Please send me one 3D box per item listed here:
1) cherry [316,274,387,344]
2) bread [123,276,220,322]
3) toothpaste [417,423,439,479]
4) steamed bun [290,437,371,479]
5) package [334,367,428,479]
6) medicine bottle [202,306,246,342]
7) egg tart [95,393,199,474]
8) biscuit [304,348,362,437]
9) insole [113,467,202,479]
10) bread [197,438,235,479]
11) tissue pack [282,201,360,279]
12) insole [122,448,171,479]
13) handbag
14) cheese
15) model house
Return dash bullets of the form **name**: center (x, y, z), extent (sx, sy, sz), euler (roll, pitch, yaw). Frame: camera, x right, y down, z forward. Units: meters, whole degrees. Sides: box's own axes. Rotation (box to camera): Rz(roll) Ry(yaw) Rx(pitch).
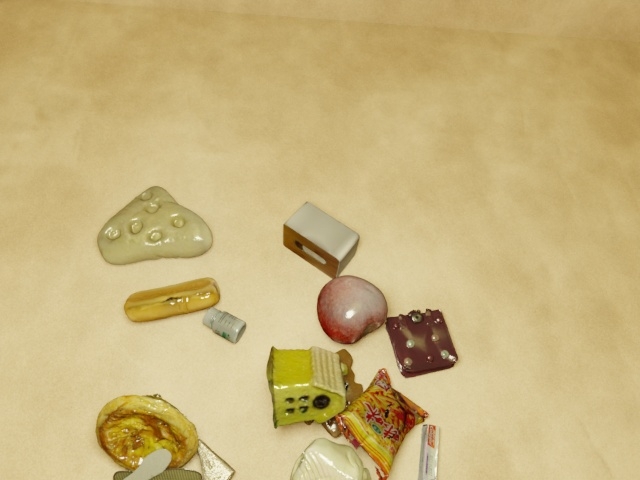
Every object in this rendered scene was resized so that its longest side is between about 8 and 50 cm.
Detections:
- **cherry**: center (0.093, 0.215, 1.566), extent (0.240, 0.206, 0.239), euler (-1, 71, 2)
- **bread**: center (-0.493, 0.204, 1.588), extent (0.306, 0.091, 0.142), euler (-11, 18, -9)
- **toothpaste**: center (0.325, 0.659, 1.422), extent (0.047, 0.040, 0.196), euler (13, 59, 1)
- **steamed bun**: center (0.038, 0.711, 1.279), extent (0.275, 0.206, 0.319), euler (10, 81, 20)
- **package**: center (0.183, 0.544, 1.419), extent (0.223, 0.108, 0.288), euler (47, 47, 13)
- **medicine bottle**: center (-0.321, 0.280, 1.572), extent (0.131, 0.080, 0.080), euler (25, 61, 11)
- **egg tart**: center (-0.483, 0.537, 1.343), extent (0.291, 0.290, 0.115), euler (7, 25, 0)
- **biscuit**: center (-0.016, 0.476, 1.501), extent (0.302, 0.043, 0.278), euler (4, 60, -2)
- **insole**: center (-0.463, 0.681, 1.340), extent (0.254, 0.086, 0.005), euler (-1, 20, 0)
- **bread**: center (-0.329, 0.661, 1.353), extent (0.152, 0.077, 0.105), euler (34, 62, 16)
- **tissue pack**: center (0.000, -0.001, 1.714), extent (0.246, 0.159, 0.136), euler (33, 61, 15)
- **insole**: center (-0.487, 0.646, 1.322), extent (0.065, 0.004, 0.197), euler (43, 104, -14)
- **handbag**: center (0.340, 0.337, 1.590), extent (0.203, 0.074, 0.216), euler (-7, 61, -9)
- **cheese**: center (-0.600, -0.006, 1.689), extent (0.351, 0.129, 0.328), euler (37, 62, 18)
- **model house**: center (-0.031, 0.411, 1.378), extent (0.235, 0.174, 0.193), euler (-8, 23, -2)
